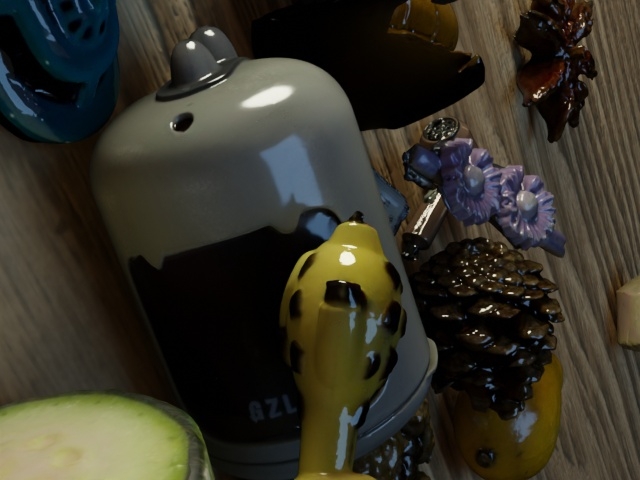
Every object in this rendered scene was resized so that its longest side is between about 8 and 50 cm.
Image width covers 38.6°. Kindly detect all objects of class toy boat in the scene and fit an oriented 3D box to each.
[{"bbox_3d":[-0.194,-0.209,0.601,0.134,0.092,0.299,-44,124,-49],"label":"toy boat"}]

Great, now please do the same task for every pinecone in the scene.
[{"bbox_3d":[0.177,0.103,1.045,0.179,0.184,0.205,-39,146,-53],"label":"pinecone"}]

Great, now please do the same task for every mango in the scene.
[{"bbox_3d":[0.262,0.220,1.216,0.317,0.119,0.177,-19,103,-62],"label":"mango"}]

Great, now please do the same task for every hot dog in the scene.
[{"bbox_3d":[0.047,-0.207,0.858,0.107,0.194,0.326,67,9,16],"label":"hot dog"}]

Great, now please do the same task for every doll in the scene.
[{"bbox_3d":[0.009,0.126,0.540,0.117,0.086,0.291,69,24,-67],"label":"doll"}]

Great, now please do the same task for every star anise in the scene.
[{"bbox_3d":[0.353,-0.285,1.363,0.288,0.088,0.288,5,84,-53],"label":"star anise"}]

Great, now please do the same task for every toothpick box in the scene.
[{"bbox_3d":[-0.048,-0.006,0.710,0.229,0.229,0.316,-42,121,-46],"label":"toothpick box"}]

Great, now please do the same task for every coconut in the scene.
[{"bbox_3d":[0.617,0.126,1.678,0.147,0.147,0.153,-1,95,-54],"label":"coconut"}]

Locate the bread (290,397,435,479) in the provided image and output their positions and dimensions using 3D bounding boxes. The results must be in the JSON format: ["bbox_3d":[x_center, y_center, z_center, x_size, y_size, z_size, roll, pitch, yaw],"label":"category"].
[{"bbox_3d":[0.030,0.218,0.842,0.230,0.123,0.230,-43,141,-49],"label":"bread"}]

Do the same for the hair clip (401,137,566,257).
[{"bbox_3d":[0.197,-0.048,1.069,0.292,0.084,0.106,25,64,-41],"label":"hair clip"}]

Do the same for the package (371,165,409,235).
[{"bbox_3d":[0.000,0.000,0.910,0.154,0.030,0.239,47,57,-29],"label":"package"}]

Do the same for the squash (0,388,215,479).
[{"bbox_3d":[-0.145,0.317,0.521,0.263,0.263,0.385,-32,115,-50],"label":"squash"}]

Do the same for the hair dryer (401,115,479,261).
[{"bbox_3d":[0.140,-0.050,1.091,0.182,0.064,0.117,-59,133,-29],"label":"hair dryer"}]
